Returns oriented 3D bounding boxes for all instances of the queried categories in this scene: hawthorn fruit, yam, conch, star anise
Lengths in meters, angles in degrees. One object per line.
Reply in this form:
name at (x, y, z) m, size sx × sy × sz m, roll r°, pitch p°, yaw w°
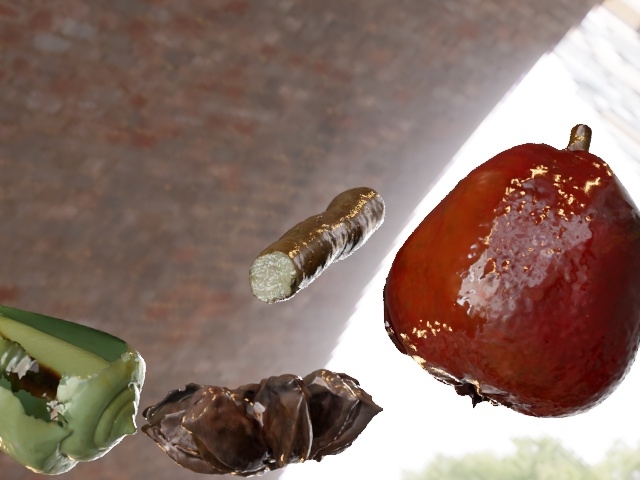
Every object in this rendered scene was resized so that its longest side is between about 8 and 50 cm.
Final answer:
hawthorn fruit at (0.220, 0.027, 1.634) m, size 0.307 × 0.265 × 0.265 m, roll -67°, pitch -21°, yaw -12°
yam at (0.000, 0.000, 1.598) m, size 0.061 × 0.061 × 0.253 m, roll -60°, pitch -10°, yaw 25°
conch at (-0.272, 0.112, 1.395) m, size 0.137 × 0.250 × 0.143 m, roll -61°, pitch 1°, yaw 36°
star anise at (-0.043, 0.158, 1.417) m, size 0.236 × 0.093 × 0.229 m, roll -6°, pitch -10°, yaw -40°
